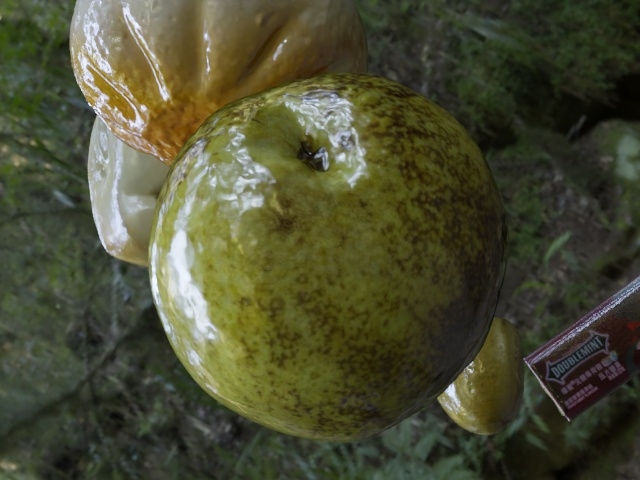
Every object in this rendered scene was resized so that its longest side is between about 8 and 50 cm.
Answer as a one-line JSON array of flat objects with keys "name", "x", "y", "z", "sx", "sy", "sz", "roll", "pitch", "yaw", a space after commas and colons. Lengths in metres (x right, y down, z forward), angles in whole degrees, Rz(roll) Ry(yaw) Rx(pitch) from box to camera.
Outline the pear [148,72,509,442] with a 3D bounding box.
[{"name": "pear", "x": 0.000, "y": 0.000, "z": 0.568, "sx": 0.197, "sy": 0.197, "sz": 0.197, "roll": -61, "pitch": -2, "yaw": -4}]

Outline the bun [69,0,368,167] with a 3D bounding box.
[{"name": "bun", "x": -0.098, "y": -0.158, "z": 1.035, "sx": 0.299, "sy": 0.298, "sz": 0.165, "roll": 115, "pitch": 163, "yaw": -57}]

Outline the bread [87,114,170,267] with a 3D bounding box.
[{"name": "bread", "x": -0.147, "y": -0.118, "z": 1.565, "sx": 0.253, "sy": 0.376, "sz": 0.348, "roll": 169, "pitch": 104, "yaw": -70}]

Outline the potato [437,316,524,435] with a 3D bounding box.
[{"name": "potato", "x": 0.269, "y": 0.246, "z": 1.774, "sx": 0.203, "sy": 0.178, "sz": 0.158, "roll": 111, "pitch": 153, "yaw": -53}]

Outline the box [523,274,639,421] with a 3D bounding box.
[{"name": "box", "x": 0.424, "y": 0.158, "z": 1.574, "sx": 0.224, "sy": 0.120, "sz": 0.069, "roll": -35, "pitch": -11, "yaw": 6}]
